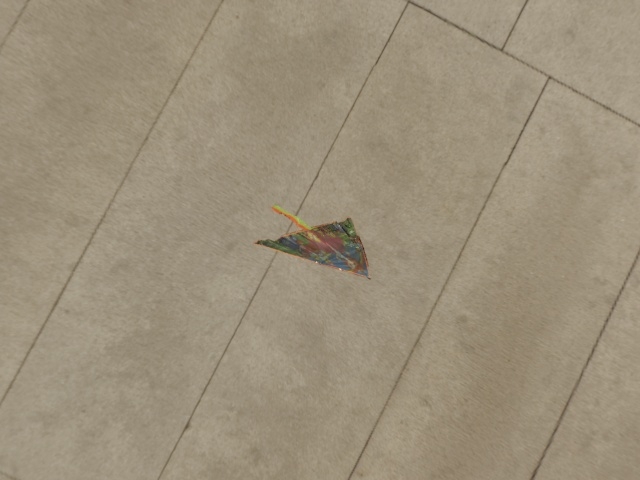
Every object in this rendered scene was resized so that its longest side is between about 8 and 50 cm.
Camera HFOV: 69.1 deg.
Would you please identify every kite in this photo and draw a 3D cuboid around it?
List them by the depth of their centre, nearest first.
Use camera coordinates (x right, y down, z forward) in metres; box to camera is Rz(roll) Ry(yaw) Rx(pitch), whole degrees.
[{"bbox_3d":[0.000,0.000,0.563,0.159,0.190,0.010,41,121,25],"label":"kite"}]
